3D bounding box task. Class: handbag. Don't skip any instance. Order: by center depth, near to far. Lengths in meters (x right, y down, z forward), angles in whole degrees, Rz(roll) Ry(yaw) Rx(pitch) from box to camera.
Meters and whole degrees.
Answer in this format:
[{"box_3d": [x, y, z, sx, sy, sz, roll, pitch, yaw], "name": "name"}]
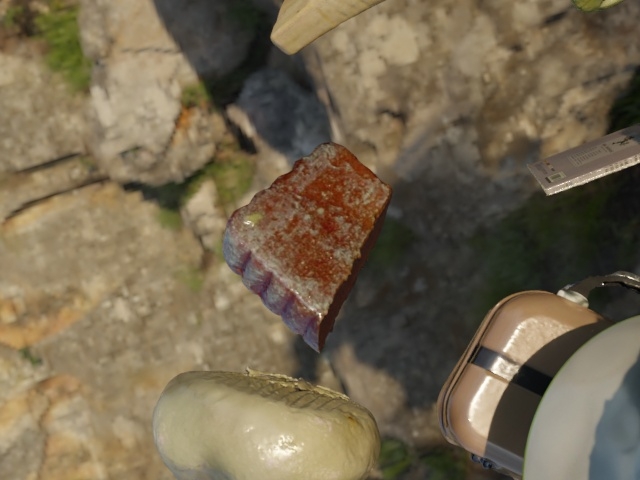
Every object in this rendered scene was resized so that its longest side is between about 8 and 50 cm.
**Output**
[{"box_3d": [0.312, 0.167, 1.488, 0.302, 0.283, 0.149, 26, 173, 3], "name": "handbag"}]

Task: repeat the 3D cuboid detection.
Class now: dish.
[{"box_3d": [0.353, 0.222, 1.148, 0.124, 0.324, 0.324, 161, 90, -74], "name": "dish"}]

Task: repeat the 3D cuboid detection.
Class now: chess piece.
[{"box_3d": [0.062, -0.327, 1.479, 0.137, 0.301, 0.137, 38, -145, -32], "name": "chess piece"}]

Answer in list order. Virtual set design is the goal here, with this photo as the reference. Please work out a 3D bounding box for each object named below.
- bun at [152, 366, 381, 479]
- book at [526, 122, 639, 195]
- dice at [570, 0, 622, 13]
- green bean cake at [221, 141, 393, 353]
[{"box_3d": [-0.058, 0.236, 1.466, 0.273, 0.273, 0.168, 177, 104, -78], "name": "bun"}, {"box_3d": [0.361, -0.109, 1.643, 0.127, 0.182, 0.014, -98, -13, -72], "name": "book"}, {"box_3d": [0.374, -0.419, 1.717, 0.166, 0.169, 0.169, 63, -161, 17], "name": "dice"}, {"box_3d": [0.000, 0.000, 1.675, 0.198, 0.233, 0.097, 41, 150, 8], "name": "green bean cake"}]
